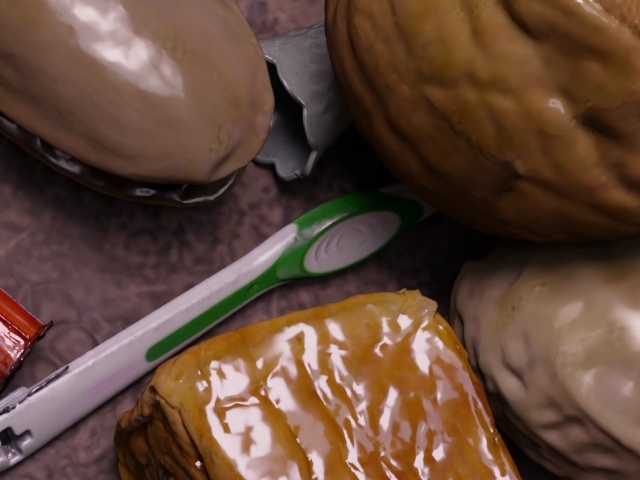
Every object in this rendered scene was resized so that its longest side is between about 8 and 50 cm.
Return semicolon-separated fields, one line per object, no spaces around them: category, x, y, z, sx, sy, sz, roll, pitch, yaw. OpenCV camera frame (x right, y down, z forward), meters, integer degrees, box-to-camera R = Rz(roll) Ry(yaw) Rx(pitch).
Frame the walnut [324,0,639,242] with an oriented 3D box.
walnut;0.111;-0.109;0.846;0.228;0.228;0.228;4;74;-16

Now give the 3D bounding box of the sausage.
sausage;-0.196;0.013;0.869;0.145;0.048;0.050;40;45;-3

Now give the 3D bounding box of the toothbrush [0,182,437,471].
toothbrush;0.003;0.003;0.934;0.418;0.042;0.040;-33;47;-22

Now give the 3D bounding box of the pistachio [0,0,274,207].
pistachio;-0.111;-0.102;0.880;0.206;0.129;0.131;41;83;-4

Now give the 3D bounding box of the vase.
vase;0.025;-0.100;0.953;0.148;0.081;0.081;-33;87;-25

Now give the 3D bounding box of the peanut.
peanut;0.200;0.102;0.886;0.149;0.149;0.313;-36;70;-22

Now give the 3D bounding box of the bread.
bread;-0.001;0.116;0.853;0.143;0.149;0.158;-24;77;-23
